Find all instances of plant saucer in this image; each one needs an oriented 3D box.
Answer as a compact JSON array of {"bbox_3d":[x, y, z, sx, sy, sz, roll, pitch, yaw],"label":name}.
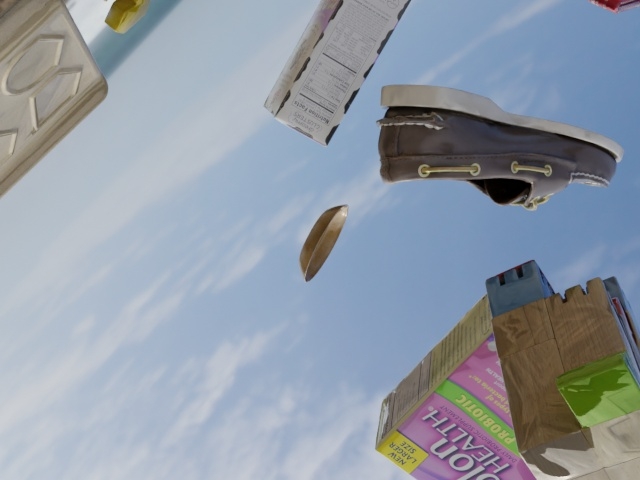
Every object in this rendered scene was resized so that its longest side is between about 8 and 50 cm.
[{"bbox_3d":[0.000,0.000,0.907,0.083,0.015,0.083,-59,169,-19],"label":"plant saucer"}]

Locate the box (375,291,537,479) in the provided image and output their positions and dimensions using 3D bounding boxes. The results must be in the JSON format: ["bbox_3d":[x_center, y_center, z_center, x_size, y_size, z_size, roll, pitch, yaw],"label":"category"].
[{"bbox_3d":[0.226,0.209,1.175,0.243,0.214,0.117,-49,-172,23],"label":"box"}]

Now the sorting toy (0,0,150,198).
[{"bbox_3d":[-0.288,-0.170,0.977,0.307,0.041,0.229,-46,169,-9],"label":"sorting toy"}]

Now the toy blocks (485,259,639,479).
[{"bbox_3d":[0.253,0.151,0.849,0.191,0.381,0.260,-25,-146,18],"label":"toy blocks"}]

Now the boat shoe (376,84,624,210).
[{"bbox_3d":[0.190,-0.083,0.993,0.117,0.325,0.096,6,-91,52],"label":"boat shoe"}]

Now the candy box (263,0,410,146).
[{"bbox_3d":[0.015,-0.215,1.106,0.196,0.070,0.165,-60,-167,7],"label":"candy box"}]

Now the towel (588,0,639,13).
[{"bbox_3d":[0.272,-0.345,1.110,0.199,0.275,0.031,-25,143,-42],"label":"towel"}]
